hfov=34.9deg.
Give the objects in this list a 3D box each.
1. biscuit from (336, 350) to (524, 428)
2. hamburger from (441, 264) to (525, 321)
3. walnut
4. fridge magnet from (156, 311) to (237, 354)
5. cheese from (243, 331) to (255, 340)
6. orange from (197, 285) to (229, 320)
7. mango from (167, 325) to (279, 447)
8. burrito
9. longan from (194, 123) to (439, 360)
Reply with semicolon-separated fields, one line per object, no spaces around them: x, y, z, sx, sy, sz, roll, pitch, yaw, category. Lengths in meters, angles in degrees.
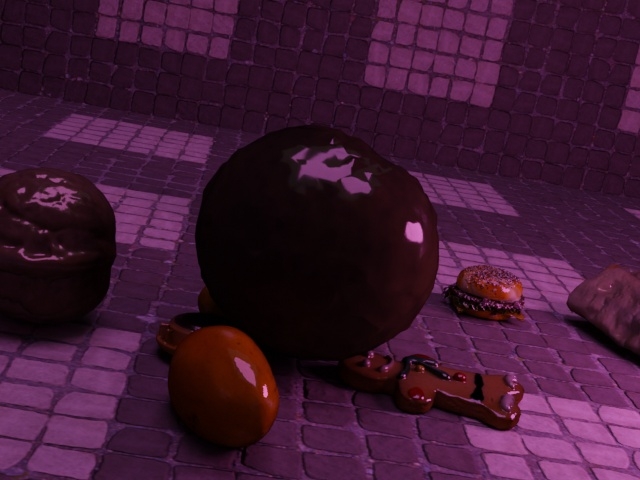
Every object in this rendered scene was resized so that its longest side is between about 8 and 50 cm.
0.174;0.224;1.616;0.301;0.049;0.197;12;12;8;biscuit
0.344;0.103;2.108;0.164;0.093;0.189;6;13;-17;hamburger
-0.432;0.009;1.597;0.248;0.248;0.248;10;14;-3;walnut
-0.185;0.152;1.592;0.143;0.063;0.143;7;13;-2;fridge magnet
-0.068;0.147;1.750;0.097;0.037;0.192;18;17;28;cheese
-0.167;0.108;1.743;0.095;0.085;0.085;-6;1;39;orange
-0.125;0.190;1.340;0.126;0.154;0.252;-3;5;-22;mango
0.669;0.162;2.047;0.190;0.135;0.332;12;16;-25;burrito
0.000;0.000;1.605;0.391;0.391;0.391;10;14;-3;longan
